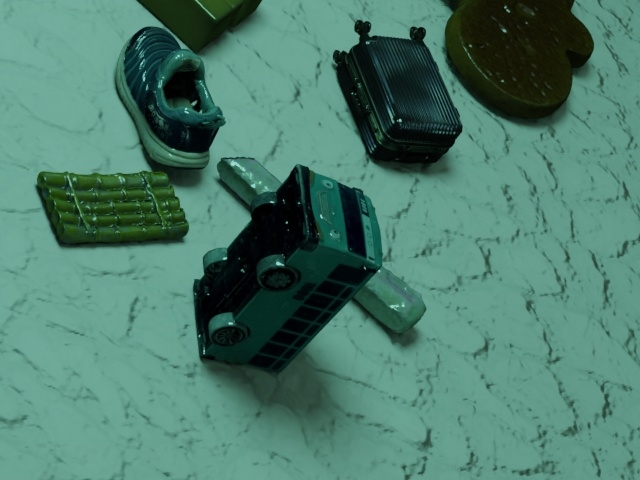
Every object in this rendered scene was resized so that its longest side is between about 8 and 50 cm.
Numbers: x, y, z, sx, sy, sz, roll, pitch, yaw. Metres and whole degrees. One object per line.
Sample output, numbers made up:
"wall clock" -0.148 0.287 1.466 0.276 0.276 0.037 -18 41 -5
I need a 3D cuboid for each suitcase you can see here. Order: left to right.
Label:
"suitcase" 0.069 -0.129 1.704 0.086 0.059 0.126 1 54 -34

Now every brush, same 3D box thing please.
"brush" -0.159 -0.271 1.675 0.233 0.047 0.103 41 41 4

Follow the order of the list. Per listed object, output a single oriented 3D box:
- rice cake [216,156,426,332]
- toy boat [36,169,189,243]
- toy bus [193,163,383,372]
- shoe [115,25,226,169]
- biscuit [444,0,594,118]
"rice cake" 0.000 0.000 1.558 0.208 0.033 0.033 40 51 3
"toy boat" -0.160 -0.027 1.477 0.115 0.016 0.063 -3 56 -38
"toy bus" -0.023 0.023 1.424 0.092 0.160 0.079 15 46 -28
"shoe" -0.120 -0.124 1.553 0.064 0.071 0.143 6 46 -34
"biscuit" 0.189 -0.210 1.880 0.180 0.039 0.236 30 42 -14
